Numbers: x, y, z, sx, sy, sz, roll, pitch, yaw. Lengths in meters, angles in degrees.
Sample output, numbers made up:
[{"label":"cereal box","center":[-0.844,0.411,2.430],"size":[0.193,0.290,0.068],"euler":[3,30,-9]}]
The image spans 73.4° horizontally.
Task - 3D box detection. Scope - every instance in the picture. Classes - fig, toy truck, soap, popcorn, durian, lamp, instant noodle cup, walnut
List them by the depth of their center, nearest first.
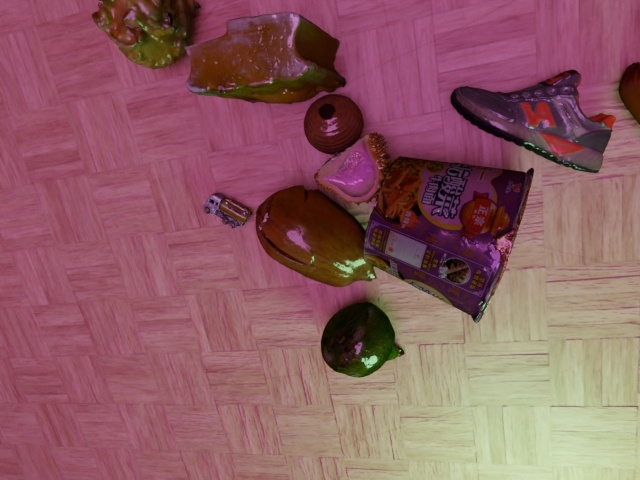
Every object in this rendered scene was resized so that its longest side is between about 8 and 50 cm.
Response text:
[{"label":"soap","center":[-0.103,-0.360,0.894],"size":[0.259,0.281,0.143],"euler":[-6,105,16]},{"label":"instant noodle cup","center":[0.257,-0.029,0.908],"size":[0.266,0.340,0.339],"euler":[20,112,17]},{"label":"popcorn","center":[-0.383,-0.501,0.963],"size":[0.170,0.189,0.218],"euler":[14,110,12]},{"label":"durian","center":[0.083,-0.167,0.969],"size":[0.132,0.165,0.182],"euler":[26,115,-23]},{"label":"lamp","center":[0.029,-0.262,0.972],"size":[0.136,0.136,0.136],"euler":[4,109,13]},{"label":"walnut","center":[0.000,0.000,1.041],"size":[0.336,0.209,0.209],"euler":[34,113,-9]},{"label":"fig","center":[0.128,0.280,1.117],"size":[0.203,0.203,0.235],"euler":[-39,117,22]},{"label":"toy truck","center":[-0.247,-0.082,1.149],"size":[0.123,0.052,0.062],"euler":[31,109,1]}]

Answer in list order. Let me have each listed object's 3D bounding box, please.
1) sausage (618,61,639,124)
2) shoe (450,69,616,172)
[{"label":"sausage","center":[0.711,-0.206,0.839],"size":[0.348,0.097,0.094],"euler":[44,106,-3]},{"label":"shoe","center":[0.445,-0.274,0.873],"size":[0.337,0.132,0.171],"euler":[25,108,3]}]
